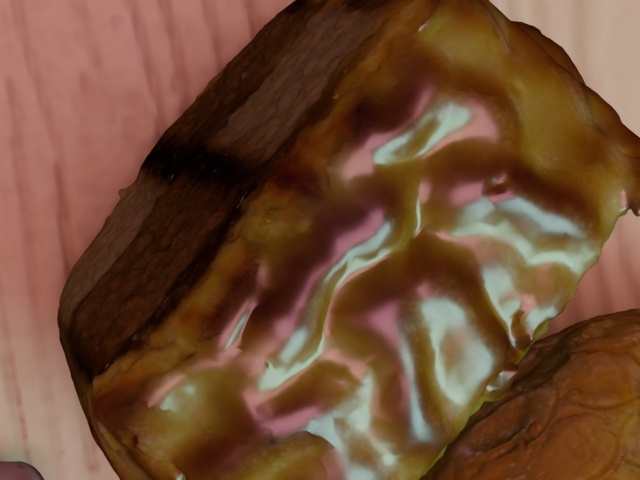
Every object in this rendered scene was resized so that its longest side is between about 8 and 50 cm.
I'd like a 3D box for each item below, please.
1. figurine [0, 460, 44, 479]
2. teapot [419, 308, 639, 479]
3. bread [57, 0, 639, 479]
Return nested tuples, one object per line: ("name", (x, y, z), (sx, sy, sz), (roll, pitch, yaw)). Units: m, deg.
("figurine", (-0.191, 0.184, 0.582), (0.287, 0.186, 0.176), (-14, 124, -29))
("teapot", (0.116, 0.141, 0.662), (0.311, 0.167, 0.203), (20, 46, -30))
("bread", (0.000, 0.000, 0.583), (0.096, 0.222, 0.181), (40, 89, -13))
